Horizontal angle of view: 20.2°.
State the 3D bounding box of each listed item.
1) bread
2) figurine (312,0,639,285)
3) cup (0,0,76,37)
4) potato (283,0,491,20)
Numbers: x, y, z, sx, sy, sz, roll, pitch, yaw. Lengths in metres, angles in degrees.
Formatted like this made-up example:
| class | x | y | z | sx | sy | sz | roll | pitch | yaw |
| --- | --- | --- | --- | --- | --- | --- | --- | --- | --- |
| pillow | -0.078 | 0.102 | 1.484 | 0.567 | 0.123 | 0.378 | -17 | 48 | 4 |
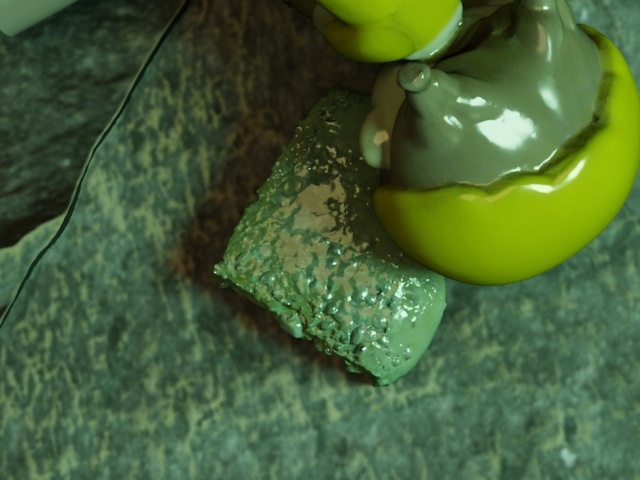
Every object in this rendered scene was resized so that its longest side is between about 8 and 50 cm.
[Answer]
| class | x | y | z | sx | sy | sz | roll | pitch | yaw |
| --- | --- | --- | --- | --- | --- | --- | --- | --- | --- |
| bread | 0.000 | 0.000 | 1.353 | 0.172 | 0.064 | 0.232 | -11 | 83 | 5 |
| figurine | 0.082 | -0.124 | 1.245 | 0.215 | 0.187 | 0.344 | -46 | 114 | -11 |
| cup | -0.202 | -0.303 | 1.356 | 0.200 | 0.191 | 0.253 | -28 | 50 | 1 |
| potato | 0.054 | -0.224 | 1.355 | 0.200 | 0.081 | 0.164 | 8 | 88 | 10 |
